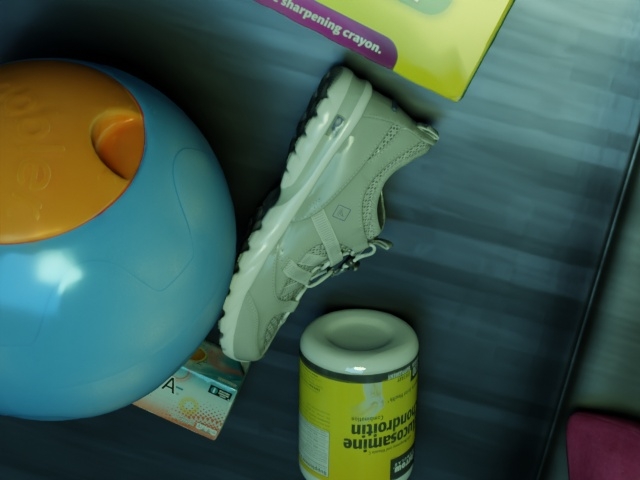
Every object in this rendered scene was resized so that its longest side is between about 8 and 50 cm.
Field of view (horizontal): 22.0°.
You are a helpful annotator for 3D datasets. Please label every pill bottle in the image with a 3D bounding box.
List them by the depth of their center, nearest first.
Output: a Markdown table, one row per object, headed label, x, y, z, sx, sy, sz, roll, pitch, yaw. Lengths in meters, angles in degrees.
| label | x | y | z | sx | sy | sz | roll | pitch | yaw |
| --- | --- | --- | --- | --- | --- | --- | --- | --- | --- |
| pill bottle | 0.032 | 0.160 | 1.433 | 0.103 | 0.103 | 0.184 | 5 | 116 | 10 |

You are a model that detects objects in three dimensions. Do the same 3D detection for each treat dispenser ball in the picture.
| label | x | y | z | sx | sy | sz | roll | pitch | yaw |
| --- | --- | --- | --- | --- | --- | --- | --- | --- | --- |
| treat dispenser ball | -0.211 | -0.001 | 1.305 | 0.288 | 0.288 | 0.288 | 5 | 116 | 10 |

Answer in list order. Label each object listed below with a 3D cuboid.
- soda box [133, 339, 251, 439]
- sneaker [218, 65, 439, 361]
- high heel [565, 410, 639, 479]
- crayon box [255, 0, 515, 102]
| label | x | y | z | sx | sy | sz | roll | pitch | yaw |
| --- | --- | --- | --- | --- | --- | --- | --- | --- | --- |
| soda box | -0.160 | 0.106 | 1.474 | 0.183 | 0.058 | 0.063 | 24 | 118 | -1 |
| sneaker | 0.000 | 0.000 | 1.363 | 0.115 | 0.105 | 0.281 | 25 | 120 | -5 |
| high heel | 0.273 | 0.324 | 1.485 | 0.181 | 0.127 | 0.377 | 31 | 126 | 29 |
| crayon box | 0.015 | -0.324 | 1.189 | 0.363 | 0.106 | 0.313 | 27 | 109 | -2 |
